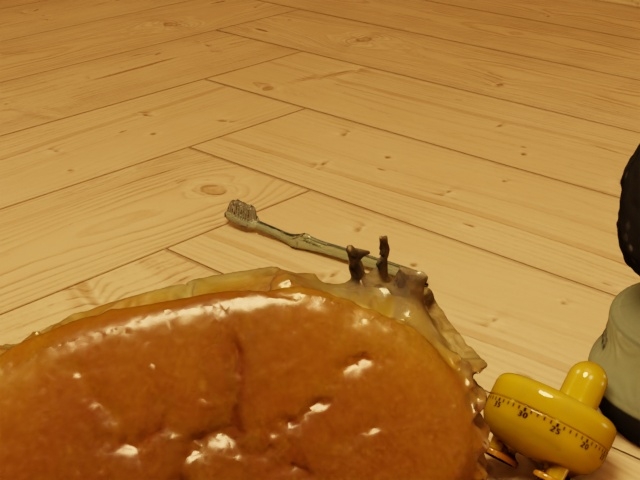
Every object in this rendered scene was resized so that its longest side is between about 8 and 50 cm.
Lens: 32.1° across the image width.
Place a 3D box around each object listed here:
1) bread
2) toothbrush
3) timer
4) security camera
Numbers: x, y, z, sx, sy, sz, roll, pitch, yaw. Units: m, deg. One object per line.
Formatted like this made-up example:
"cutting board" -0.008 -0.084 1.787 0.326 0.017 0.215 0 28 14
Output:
"bread" -0.071 0.145 0.768 0.388 0.236 0.183 -14 5 0
"toothbrush" 0.000 0.005 1.296 0.294 0.028 0.026 22 34 31
"timer" 0.189 0.138 0.898 0.107 0.109 0.107 27 -8 4
"security camera" 0.332 0.029 0.932 0.191 0.277 0.197 9 27 17
